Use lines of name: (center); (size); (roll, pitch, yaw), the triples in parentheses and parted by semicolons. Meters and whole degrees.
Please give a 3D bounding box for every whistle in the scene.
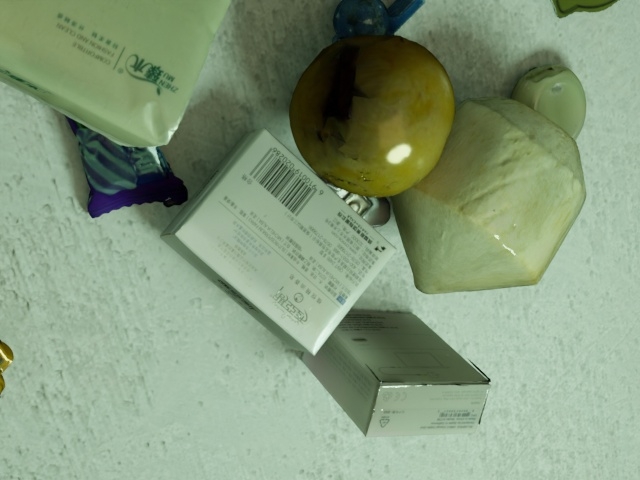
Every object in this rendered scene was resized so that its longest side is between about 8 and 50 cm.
whistle: (0.072, -0.332, 1.628); (0.158, 0.090, 0.090); (-47, 124, -16)

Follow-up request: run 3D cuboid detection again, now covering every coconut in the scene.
coconut: (0.246, -0.053, 1.707); (0.329, 0.329, 0.329); (-10, 115, -22)

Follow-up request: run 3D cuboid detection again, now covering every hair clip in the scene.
hair clip: (-0.002, -0.001, 1.739); (0.146, 0.075, 0.257); (44, 81, -18)

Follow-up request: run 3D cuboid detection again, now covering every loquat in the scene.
loquat: (0.073, -0.174, 1.568); (0.235, 0.235, 0.235); (-10, 115, -22)

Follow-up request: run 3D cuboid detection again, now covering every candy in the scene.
candy: (-0.280, -0.152, 1.539); (0.145, 0.070, 0.275); (-18, 122, -12)

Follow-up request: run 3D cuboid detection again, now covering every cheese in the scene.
cheese: (0.384, -0.178, 1.856); (0.137, 0.064, 0.227); (-23, 120, -14)

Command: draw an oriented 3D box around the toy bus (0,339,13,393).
toy bus: (-0.485, 0.147, 1.561); (0.074, 0.069, 0.162); (-35, 121, -12)

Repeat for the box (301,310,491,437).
box: (0.115, 0.206, 1.773); (0.203, 0.251, 0.106); (2, 112, -28)

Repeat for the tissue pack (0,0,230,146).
tissue pack: (-0.306, -0.317, 1.328); (0.380, 0.207, 0.297); (26, 83, -27)

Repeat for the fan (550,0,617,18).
fan: (0.457, -0.511, 1.781); (0.229, 0.011, 0.335); (19, 104, -31)

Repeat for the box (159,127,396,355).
box: (-0.061, 0.004, 1.623); (0.274, 0.116, 0.203); (41, 77, -15)
